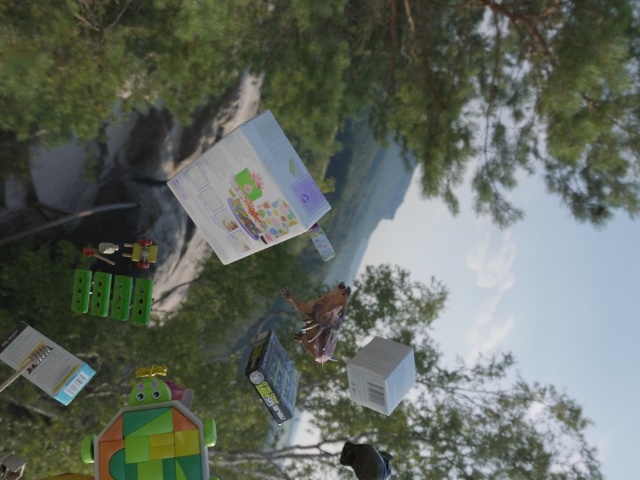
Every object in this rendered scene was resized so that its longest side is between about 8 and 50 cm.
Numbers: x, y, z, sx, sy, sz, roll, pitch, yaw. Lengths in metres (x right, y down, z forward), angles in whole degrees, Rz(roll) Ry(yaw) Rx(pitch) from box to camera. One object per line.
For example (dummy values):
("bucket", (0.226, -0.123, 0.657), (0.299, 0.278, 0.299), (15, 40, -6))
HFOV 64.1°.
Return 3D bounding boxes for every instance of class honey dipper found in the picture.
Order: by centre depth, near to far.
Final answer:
("honey dipper", (-0.672, 0.298, 1.132), (0.160, 0.031, 0.030), (-52, 167, -41))

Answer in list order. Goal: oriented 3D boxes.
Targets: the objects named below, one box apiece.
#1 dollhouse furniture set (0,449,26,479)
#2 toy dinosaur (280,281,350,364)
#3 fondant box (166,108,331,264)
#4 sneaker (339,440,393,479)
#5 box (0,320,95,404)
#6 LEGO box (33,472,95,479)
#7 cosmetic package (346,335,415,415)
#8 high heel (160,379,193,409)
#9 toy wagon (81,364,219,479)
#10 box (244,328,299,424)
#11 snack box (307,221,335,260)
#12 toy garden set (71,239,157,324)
("dollhouse furniture set", (-0.758, 0.557, 1.096), (0.160, 0.101, 0.182), (-64, 173, 16))
("toy dinosaur", (0.003, 0.223, 1.249), (0.200, 0.127, 0.295), (-131, -151, -57))
("fondant box", (-0.166, -0.099, 1.110), (0.330, 0.238, 0.096), (-20, -163, 48))
("sneaker", (0.140, 0.560, 1.270), (0.227, 0.130, 0.087), (135, -26, -69))
("box", (-0.684, 0.299, 1.259), (0.100, 0.244, 0.060), (-54, 153, -28))
("LEGO box", (-0.887, 0.842, 1.487), (0.500, 0.373, 0.193), (11, 70, -50))
("cosmetic package", (0.202, 0.439, 1.682), (0.184, 0.152, 0.151), (-32, 124, -45))
("high heel", (-0.399, 0.461, 1.229), (0.082, 0.117, 0.243), (44, 55, -56))
("toy wagon", (-0.352, 0.434, 1.057), (0.068, 0.268, 0.344), (113, -29, -76))
("box", (-0.157, 0.453, 1.734), (0.060, 0.216, 0.270), (-27, -166, 9))
("snack box", (0.000, 0.000, 1.364), (0.037, 0.100, 0.141), (-30, -178, 1))
("toy garden set", (-0.512, 0.092, 1.293), (0.049, 0.245, 0.203), (6, 90, -67))
